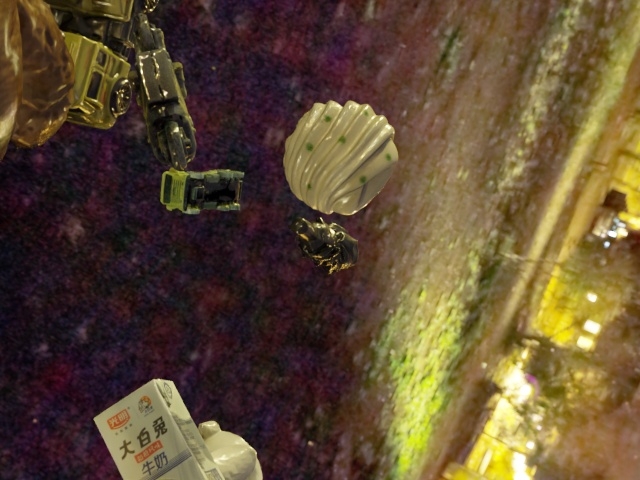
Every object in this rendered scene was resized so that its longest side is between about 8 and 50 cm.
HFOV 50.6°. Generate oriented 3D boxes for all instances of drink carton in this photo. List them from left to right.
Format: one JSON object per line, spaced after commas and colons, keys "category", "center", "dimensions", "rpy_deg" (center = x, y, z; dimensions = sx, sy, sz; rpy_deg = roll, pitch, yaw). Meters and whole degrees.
{"category": "drink carton", "center": [-0.251, 0.403, 1.158], "dimensions": [0.131, 0.315, 0.106], "rpy_deg": [-33, 164, -2]}

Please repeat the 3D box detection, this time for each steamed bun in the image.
{"category": "steamed bun", "center": [0.025, -0.133, 1.030], "dimensions": [0.183, 0.183, 0.106], "rpy_deg": [-64, 166, -5]}

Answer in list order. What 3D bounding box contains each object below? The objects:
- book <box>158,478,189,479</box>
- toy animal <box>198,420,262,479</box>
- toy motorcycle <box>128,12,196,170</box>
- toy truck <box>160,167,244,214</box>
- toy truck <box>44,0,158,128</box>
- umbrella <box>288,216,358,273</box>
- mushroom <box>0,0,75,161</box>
{"category": "book", "center": [-0.004, 0.259, 0.542], "dimensions": [0.379, 0.264, 0.031], "rpy_deg": [158, -60, -76]}
{"category": "toy animal", "center": [-0.299, 0.554, 1.576], "dimensions": [0.265, 0.272, 0.206], "rpy_deg": [-13, 93, -62]}
{"category": "toy motorcycle", "center": [-0.178, -0.155, 0.770], "dimensions": [0.061, 0.193, 0.124], "rpy_deg": [-15, 165, -10]}
{"category": "toy truck", "center": [-0.247, -0.107, 1.385], "dimensions": [0.191, 0.116, 0.085], "rpy_deg": [-12, 111, -58]}
{"category": "toy truck", "center": [-0.416, -0.416, 1.188], "dimensions": [0.254, 0.181, 0.405], "rpy_deg": [8, 97, -81]}
{"category": "umbrella", "center": [0.000, 0.000, 1.415], "dimensions": [0.118, 0.118, 0.340], "rpy_deg": [-65, 162, -4]}
{"category": "mushroom", "center": [-0.317, -0.194, 0.481], "dimensions": [0.239, 0.345, 0.345], "rpy_deg": [-48, 152, -37]}
